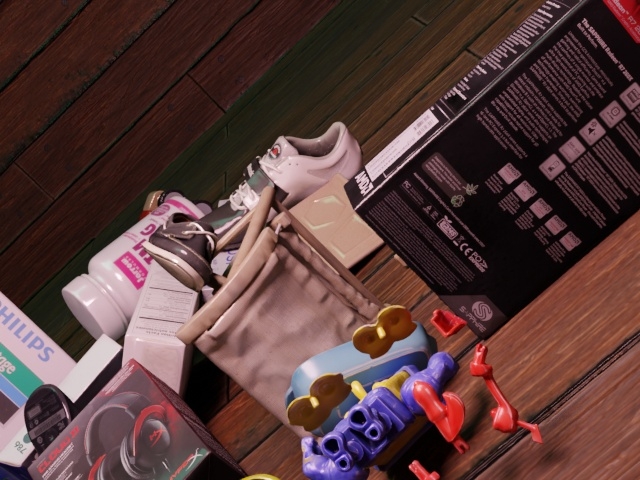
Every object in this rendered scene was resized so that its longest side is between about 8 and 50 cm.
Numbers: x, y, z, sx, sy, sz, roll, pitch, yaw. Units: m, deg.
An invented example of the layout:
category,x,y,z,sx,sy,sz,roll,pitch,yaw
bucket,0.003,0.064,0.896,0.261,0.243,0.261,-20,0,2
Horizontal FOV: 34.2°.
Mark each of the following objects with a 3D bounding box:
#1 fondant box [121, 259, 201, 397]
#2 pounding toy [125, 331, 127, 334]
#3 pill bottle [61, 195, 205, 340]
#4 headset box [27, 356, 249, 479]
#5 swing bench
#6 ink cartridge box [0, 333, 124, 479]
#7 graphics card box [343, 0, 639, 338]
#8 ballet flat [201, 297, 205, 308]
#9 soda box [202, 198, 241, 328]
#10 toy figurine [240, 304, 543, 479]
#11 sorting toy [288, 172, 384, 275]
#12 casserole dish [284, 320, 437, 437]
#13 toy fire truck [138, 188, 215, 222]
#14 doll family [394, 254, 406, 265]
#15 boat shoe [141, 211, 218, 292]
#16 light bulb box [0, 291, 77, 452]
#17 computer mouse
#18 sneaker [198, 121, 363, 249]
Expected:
category,x,y,z,sx,sy,sz,roll,pitch,yaw
fondant box,-0.257,0.184,1.699,0.330,0.096,0.238,-87,7,-66
pounding toy,-0.372,0.147,2.272,0.181,0.094,0.206,-28,33,32
pill bottle,-0.330,0.058,1.952,0.283,0.160,0.160,-41,14,-24
headset box,-0.253,0.312,1.406,0.218,0.110,0.293,-47,39,-6
swing bench,-0.029,0.101,1.286,0.165,0.253,0.255,-44,17,8
ink cartridge box,-0.440,0.339,1.849,0.065,0.165,0.333,30,73,35
graphics card box,0.237,-0.093,1.153,0.371,0.233,0.094,-43,21,9
ballet flat,-0.296,0.183,2.032,0.213,0.072,0.068,-46,21,-5
soda box,-0.139,0.037,1.819,0.091,0.098,0.286,-7,32,6
toy figurine,0.063,0.230,1.070,0.362,0.191,0.217,-49,-14,12
sorting toy,0.000,0.000,1.686,0.208,0.038,0.193,-39,43,-7
casserole dish,0.054,0.160,1.157,0.188,0.114,0.037,-20,38,-15
toy fire truck,-0.277,0.036,2.136,0.158,0.217,0.246,5,75,68
doll family,0.173,-0.038,1.461,0.193,0.076,0.111,-16,29,49
boat shoe,-0.161,0.006,1.239,0.079,0.084,0.233,-48,13,-4
light bulb box,-0.618,0.282,2.056,0.225,0.358,0.361,-47,17,-17
computer mouse,-0.436,0.381,1.724,0.184,0.262,0.060,-40,-24,18
sneaker,-0.083,-0.104,1.786,0.330,0.146,0.122,-28,38,-11
